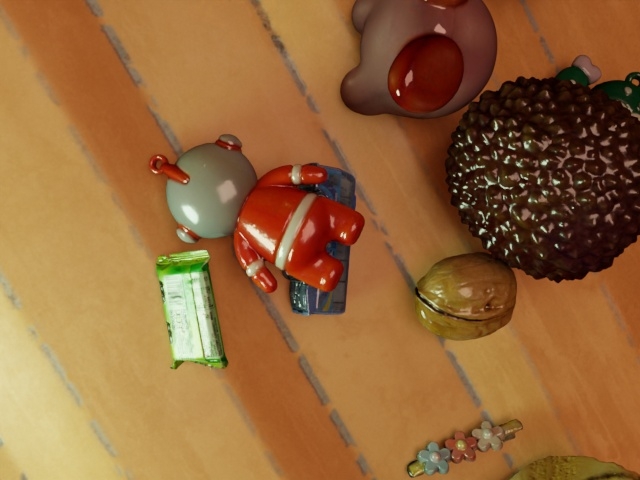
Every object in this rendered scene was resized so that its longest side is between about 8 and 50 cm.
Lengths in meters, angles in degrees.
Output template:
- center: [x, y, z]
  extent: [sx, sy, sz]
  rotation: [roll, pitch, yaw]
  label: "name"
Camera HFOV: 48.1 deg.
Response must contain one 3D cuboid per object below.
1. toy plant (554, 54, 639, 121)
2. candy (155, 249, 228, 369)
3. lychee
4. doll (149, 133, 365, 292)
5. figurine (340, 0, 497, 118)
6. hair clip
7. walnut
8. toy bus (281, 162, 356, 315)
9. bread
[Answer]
- center: [0.497, -0.192, 1.256]
  extent: [0.232, 0.112, 0.244]
  rotation: [11, 90, -5]
  label: "toy plant"
- center: [-0.193, 0.105, 1.074]
  extent: [0.102, 0.032, 0.179]
  rotation: [-8, 94, 25]
  label: "candy"
- center: [0.349, -0.092, 1.091]
  extent: [0.330, 0.306, 0.306]
  rotation: [20, 84, -11]
  label: "lychee"
- center: [-0.107, -0.047, 1.060]
  extent: [0.336, 0.105, 0.200]
  rotation: [24, 95, 8]
  label: "doll"
- center: [0.169, -0.294, 1.092]
  extent: [0.211, 0.261, 0.270]
  rotation: [9, 85, -18]
  label: "figurine"
- center: [0.246, 0.346, 1.206]
  extent: [0.213, 0.062, 0.056]
  rotation: [-14, 135, -17]
  label: "hair clip"
- center: [0.235, 0.092, 1.168]
  extent: [0.180, 0.144, 0.144]
  rotation: [-3, 90, -24]
  label: "walnut"
- center: [0.000, 0.000, 1.135]
  extent: [0.094, 0.079, 0.237]
  rotation: [7, 88, -32]
  label: "toy bus"
- center: [0.395, 0.471, 1.160]
  extent: [0.211, 0.224, 0.184]
  rotation: [-21, 89, -18]
  label: "bread"
